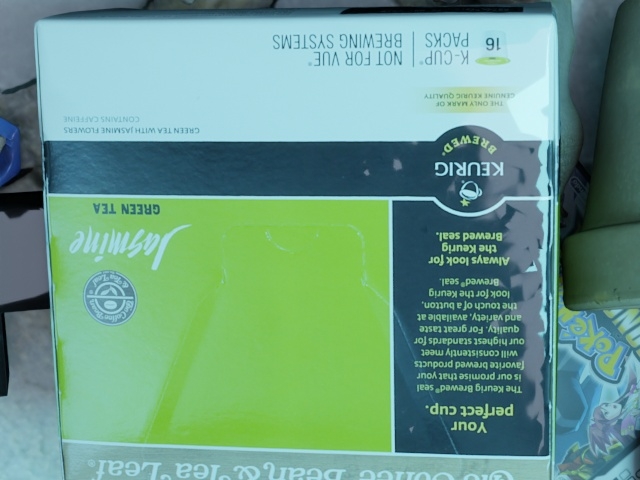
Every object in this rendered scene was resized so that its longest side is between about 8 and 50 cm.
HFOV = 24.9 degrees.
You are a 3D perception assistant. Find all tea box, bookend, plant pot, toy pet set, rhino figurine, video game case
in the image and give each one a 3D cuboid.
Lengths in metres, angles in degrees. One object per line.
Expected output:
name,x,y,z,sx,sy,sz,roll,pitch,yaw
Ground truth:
tea box,0.000,0.000,1.006,0.329,0.220,0.323,1,100,9
bookend,-0.239,0.045,1.091,0.157,0.072,0.156,-5,103,-10
plant pot,0.299,-0.069,1.052,0.263,0.263,0.229,-3,87,-9
toy pet set,-0.278,-0.090,1.077,0.114,0.065,0.122,29,92,21
rhino figurine,0.147,-0.093,1.114,0.106,0.073,0.243,-5,98,6
video game case,0.188,0.107,1.196,0.248,0.035,0.275,-40,105,0

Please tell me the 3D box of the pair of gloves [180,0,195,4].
pair of gloves,-0.145,-0.297,1.028,0.204,0.042,0.240,18,75,-8
